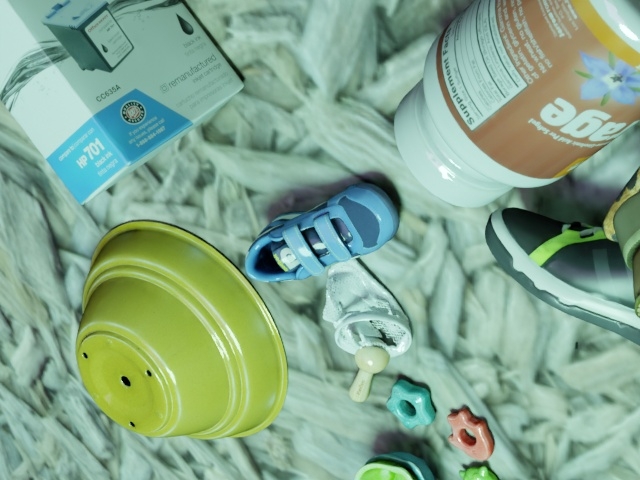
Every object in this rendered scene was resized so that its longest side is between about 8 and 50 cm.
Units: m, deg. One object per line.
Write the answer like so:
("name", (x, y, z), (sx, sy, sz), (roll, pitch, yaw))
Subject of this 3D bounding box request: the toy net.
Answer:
("toy net", (0.060, 0.122, 1.309), (0.122, 0.045, 0.232), (-3, 116, 41))

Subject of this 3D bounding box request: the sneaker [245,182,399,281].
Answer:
("sneaker", (0.000, 0.000, 1.262), (0.144, 0.059, 0.053), (-23, 100, 45))

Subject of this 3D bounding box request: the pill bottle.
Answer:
("pill bottle", (0.141, -0.107, 1.025), (0.121, 0.121, 0.216), (50, 138, 0))

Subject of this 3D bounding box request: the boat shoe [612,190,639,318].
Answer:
("boat shoe", (0.314, -0.008, 0.878), (0.307, 0.111, 0.104), (-20, 64, 16))

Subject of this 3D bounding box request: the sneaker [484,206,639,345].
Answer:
("sneaker", (0.223, 0.016, 1.095), (0.235, 0.084, 0.097), (28, 109, 21))

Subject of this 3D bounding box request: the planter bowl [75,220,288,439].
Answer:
("planter bowl", (-0.140, 0.099, 1.426), (0.217, 0.090, 0.217), (21, 130, 27))

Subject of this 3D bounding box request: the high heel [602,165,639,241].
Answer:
("high heel", (0.217, -0.067, 0.937), (0.261, 0.186, 0.093), (-31, 61, 40))

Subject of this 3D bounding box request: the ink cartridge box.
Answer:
("ink cartridge box", (-0.172, -0.145, 1.244), (0.190, 0.140, 0.082), (54, 138, -4))
